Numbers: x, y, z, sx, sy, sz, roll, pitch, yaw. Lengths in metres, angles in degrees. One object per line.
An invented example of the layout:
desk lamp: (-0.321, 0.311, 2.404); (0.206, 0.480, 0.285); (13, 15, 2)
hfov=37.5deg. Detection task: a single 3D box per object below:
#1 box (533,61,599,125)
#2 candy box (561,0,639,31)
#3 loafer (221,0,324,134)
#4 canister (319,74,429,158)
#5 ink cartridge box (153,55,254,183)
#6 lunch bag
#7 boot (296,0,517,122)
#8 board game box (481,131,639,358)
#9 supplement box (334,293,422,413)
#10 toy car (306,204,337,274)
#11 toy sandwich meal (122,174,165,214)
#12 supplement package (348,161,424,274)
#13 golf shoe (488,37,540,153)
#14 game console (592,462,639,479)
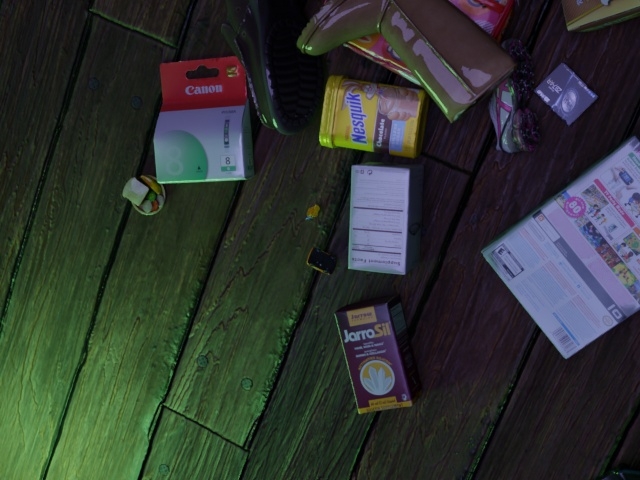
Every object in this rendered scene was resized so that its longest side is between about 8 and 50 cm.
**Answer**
box: (0.400, -0.238, 1.535); (0.067, 0.018, 0.083); (-45, 82, 19)
candy box: (0.435, -0.491, 1.406); (0.183, 0.087, 0.316); (-11, 92, 47)
loafer: (-0.095, -0.356, 1.649); (0.130, 0.134, 0.366); (-16, 82, 47)
canister: (0.093, -0.212, 1.618); (0.170, 0.073, 0.126); (11, 102, 16)
ink cartridge box: (-0.220, -0.220, 1.736); (0.181, 0.056, 0.225); (-2, 99, 19)
lunch bag: (0.172, -0.397, 1.545); (0.293, 0.120, 0.258); (30, 102, 11)
boot: (0.128, -0.290, 1.459); (0.236, 0.089, 0.269); (-42, 85, 15)
board game box: (0.449, 0.009, 1.514); (0.303, 0.097, 0.224); (-39, 85, 21)
supplement box: (0.103, 0.200, 1.670); (0.104, 0.081, 0.188); (-13, 93, 21)
toy car: (0.000, 0.000, 1.711); (0.040, 0.060, 0.122); (-10, 74, 63)
toy sandwich meal: (-0.337, -0.089, 1.808); (0.085, 0.029, 0.086); (3, 99, 19)
supplement package: (0.113, -0.041, 1.618); (0.105, 0.105, 0.179); (5, 100, 18)
golf shoe: (0.303, -0.234, 1.540); (0.086, 0.067, 0.186); (-2, 94, 47)
game console: (0.536, 0.526, 1.519); (0.250, 0.173, 0.293); (-38, 84, 20)
